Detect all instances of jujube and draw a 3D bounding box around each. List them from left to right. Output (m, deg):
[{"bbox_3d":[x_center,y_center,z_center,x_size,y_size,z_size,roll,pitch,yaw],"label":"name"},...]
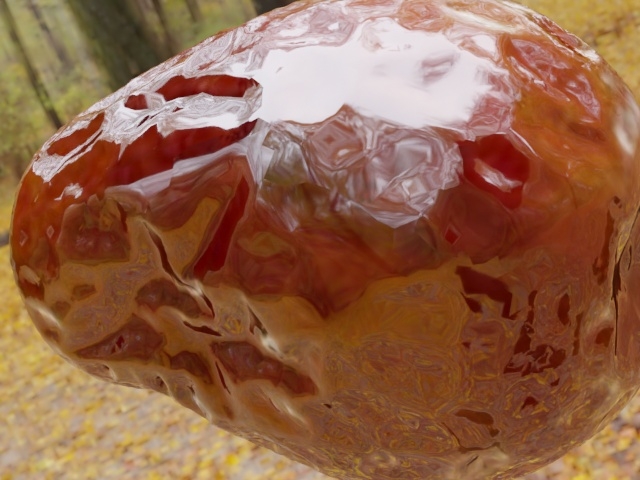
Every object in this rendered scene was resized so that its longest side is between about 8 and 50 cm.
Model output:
[{"bbox_3d":[0.000,0.000,0.468,0.255,0.190,0.190,-4,18,24],"label":"jujube"}]
